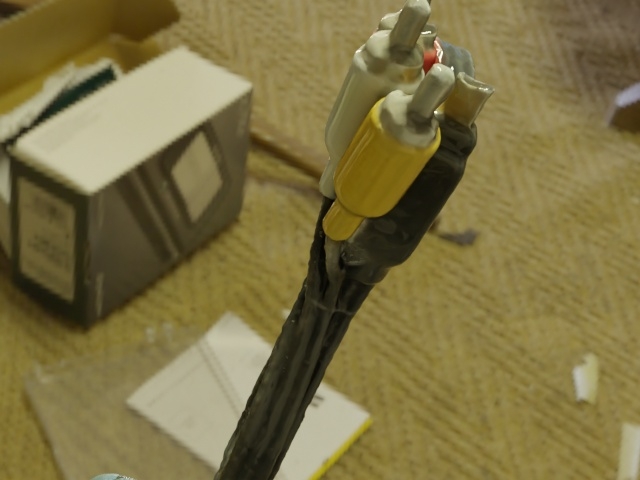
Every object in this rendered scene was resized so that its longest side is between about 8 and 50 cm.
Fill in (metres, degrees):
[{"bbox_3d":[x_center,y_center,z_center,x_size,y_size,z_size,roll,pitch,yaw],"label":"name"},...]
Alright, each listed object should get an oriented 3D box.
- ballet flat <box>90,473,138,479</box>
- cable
[{"bbox_3d":[-0.092,0.178,0.757,0.188,0.070,0.070,7,29,44],"label":"ballet flat"},{"bbox_3d":[0.000,0.000,0.672,0.072,0.287,0.139,25,31,-12],"label":"cable"}]
